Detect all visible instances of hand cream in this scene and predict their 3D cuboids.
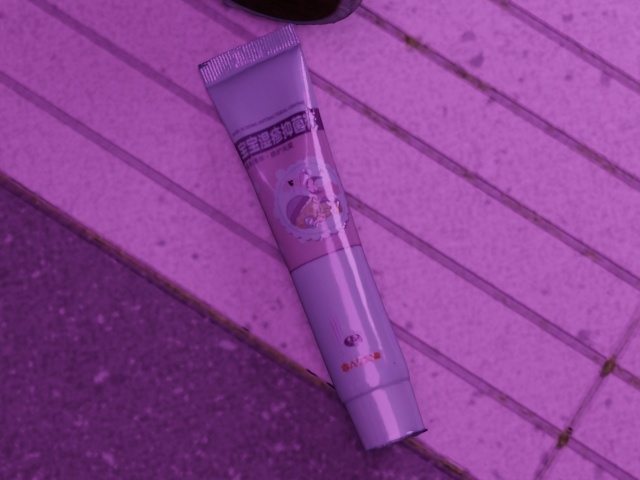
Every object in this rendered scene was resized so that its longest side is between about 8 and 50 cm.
[{"bbox_3d":[0.000,0.000,1.414,0.085,0.058,0.331,-24,78,19],"label":"hand cream"}]

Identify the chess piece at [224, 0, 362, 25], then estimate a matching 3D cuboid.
[{"bbox_3d":[0.005,-0.327,1.425,0.176,0.176,0.298,21,69,2],"label":"chess piece"}]
